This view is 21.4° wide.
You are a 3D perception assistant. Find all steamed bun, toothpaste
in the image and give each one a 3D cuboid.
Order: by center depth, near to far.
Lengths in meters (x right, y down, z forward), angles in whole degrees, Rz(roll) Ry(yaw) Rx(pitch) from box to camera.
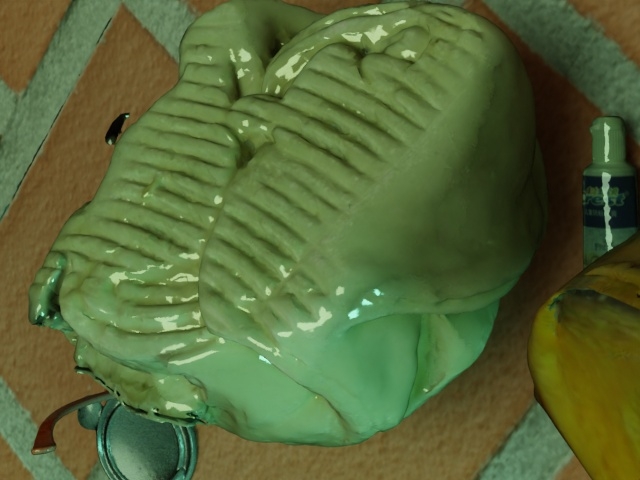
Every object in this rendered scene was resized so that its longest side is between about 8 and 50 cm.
[{"bbox_3d":[0.205,0.021,1.181,0.062,0.037,0.216,3,100,38],"label":"toothpaste"},{"bbox_3d":[0.000,0.000,1.227,0.394,0.237,0.346,-27,47,16],"label":"steamed bun"}]

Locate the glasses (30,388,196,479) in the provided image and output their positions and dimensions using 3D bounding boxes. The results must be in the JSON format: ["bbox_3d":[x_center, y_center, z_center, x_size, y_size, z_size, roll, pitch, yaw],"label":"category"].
[{"bbox_3d":[-0.189,0.238,1.373,0.118,0.268,0.234,-9,85,20],"label":"glasses"}]

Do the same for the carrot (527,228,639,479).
[{"bbox_3d":[0.293,0.039,0.901,0.224,0.341,0.224,43,150,33],"label":"carrot"}]
